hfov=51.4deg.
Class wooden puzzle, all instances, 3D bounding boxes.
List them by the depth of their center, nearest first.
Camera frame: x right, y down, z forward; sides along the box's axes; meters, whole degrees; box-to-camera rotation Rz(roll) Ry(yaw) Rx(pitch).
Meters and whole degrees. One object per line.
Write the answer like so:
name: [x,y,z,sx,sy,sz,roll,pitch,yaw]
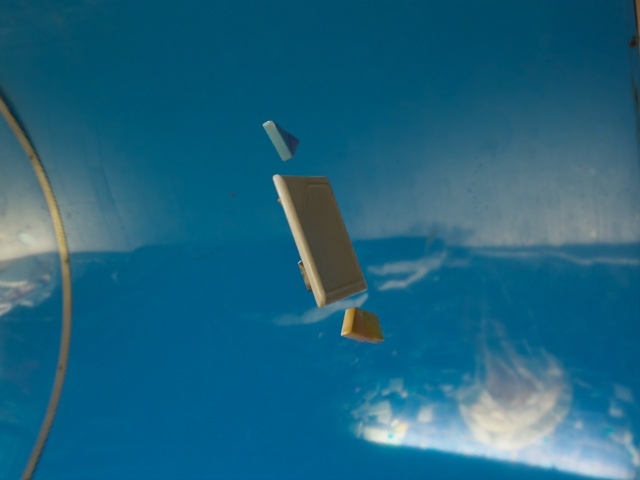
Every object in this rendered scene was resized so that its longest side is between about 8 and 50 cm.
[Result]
wooden puzzle: [0.000,0.000,0.343,0.014,0.078,0.116,-21,-101,20]
